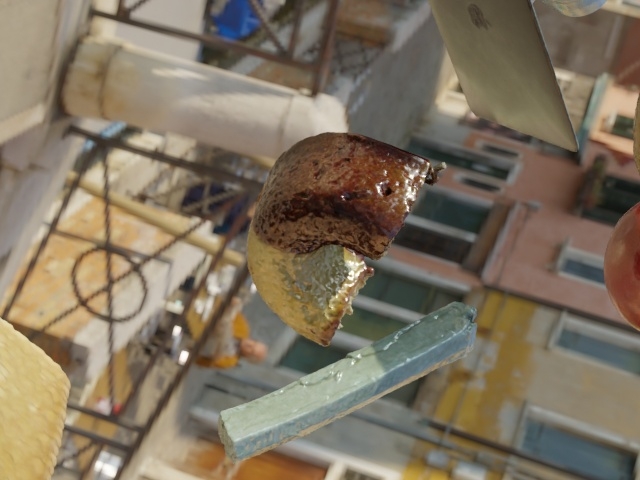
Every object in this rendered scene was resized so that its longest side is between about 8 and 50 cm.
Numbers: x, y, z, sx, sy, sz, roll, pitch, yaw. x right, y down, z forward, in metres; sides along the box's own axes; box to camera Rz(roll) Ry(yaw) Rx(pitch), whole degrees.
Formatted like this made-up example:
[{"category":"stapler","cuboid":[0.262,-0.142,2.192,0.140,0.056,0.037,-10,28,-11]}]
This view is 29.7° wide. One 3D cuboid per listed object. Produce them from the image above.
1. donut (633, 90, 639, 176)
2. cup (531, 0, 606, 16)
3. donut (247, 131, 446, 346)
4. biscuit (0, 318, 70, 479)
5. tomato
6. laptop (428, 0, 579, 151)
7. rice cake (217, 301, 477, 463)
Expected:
[{"category":"donut","cuboid":[0.351,-0.102,0.979,0.261,0.128,0.208,20,99,-57]},{"category":"cup","cuboid":[0.265,-0.473,1.577,0.311,0.257,0.331,-54,-149,8]},{"category":"donut","cuboid":[0.000,0.001,1.070,0.085,0.141,0.217,-61,176,-47]},{"category":"biscuit","cuboid":[-0.249,0.103,0.849,0.030,0.160,0.249,-46,-163,7]},{"category":"tomato","cuboid":[0.401,0.026,1.287,0.195,0.195,0.136,95,4,-45]},{"category":"laptop","cuboid":[0.153,-0.215,1.143,0.015,0.187,0.269,-32,119,-13]},{"category":"rice cake","cuboid":[0.028,0.118,1.015,0.245,0.042,0.045,-24,143,-19]}]
